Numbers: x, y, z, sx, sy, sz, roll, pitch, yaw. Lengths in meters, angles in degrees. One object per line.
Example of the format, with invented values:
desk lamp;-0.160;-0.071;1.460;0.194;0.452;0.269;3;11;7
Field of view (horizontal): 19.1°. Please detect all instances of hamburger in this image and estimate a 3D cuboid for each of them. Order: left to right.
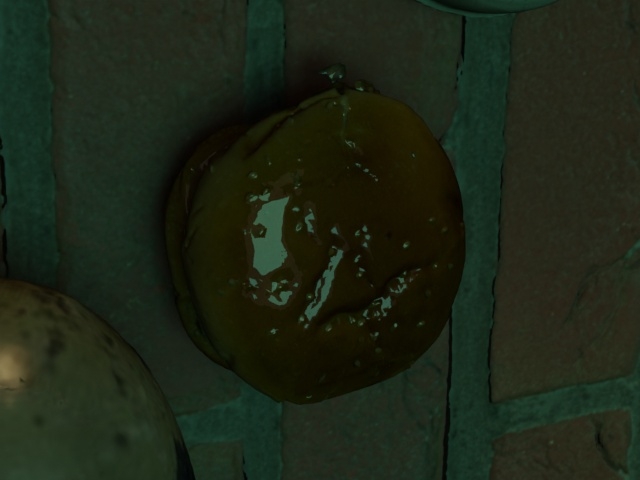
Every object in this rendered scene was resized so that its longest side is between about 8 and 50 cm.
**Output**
hamburger;0.000;0.000;1.822;0.290;0.170;0.314;-23;117;-23

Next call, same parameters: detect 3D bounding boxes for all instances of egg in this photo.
egg;-0.277;0.243;1.685;0.345;0.345;0.428;-6;99;-24

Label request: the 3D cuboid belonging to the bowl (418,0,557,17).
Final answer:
bowl;0.178;-0.345;1.777;0.307;0.163;0.307;-11;118;-21
